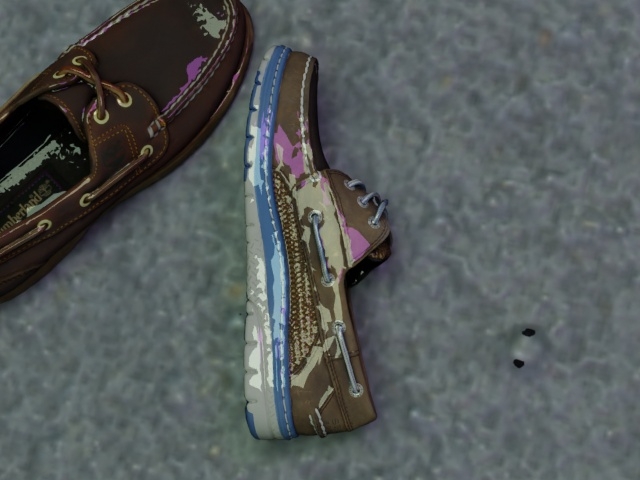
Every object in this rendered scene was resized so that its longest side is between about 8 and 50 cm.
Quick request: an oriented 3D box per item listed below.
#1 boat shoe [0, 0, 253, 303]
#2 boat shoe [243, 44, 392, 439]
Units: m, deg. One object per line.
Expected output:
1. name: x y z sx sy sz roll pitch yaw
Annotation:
1. boat shoe: -0.114 -0.050 0.791 0.073 0.073 0.207 40 85 17
2. boat shoe: 0.000 0.000 0.767 0.066 0.066 0.183 -1 86 5
